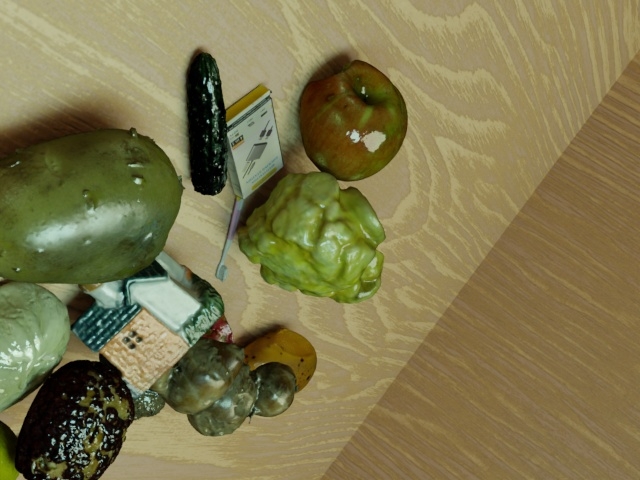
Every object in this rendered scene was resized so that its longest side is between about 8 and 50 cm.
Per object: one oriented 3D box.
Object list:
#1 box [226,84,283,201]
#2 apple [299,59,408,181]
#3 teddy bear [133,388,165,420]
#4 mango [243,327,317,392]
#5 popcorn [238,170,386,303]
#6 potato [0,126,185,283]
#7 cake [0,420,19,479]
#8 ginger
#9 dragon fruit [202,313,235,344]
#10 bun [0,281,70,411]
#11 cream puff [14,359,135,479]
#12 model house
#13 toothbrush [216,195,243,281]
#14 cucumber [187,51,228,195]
[{"bbox_3d":[-0.138,-0.190,1.766,0.129,0.033,0.247,-43,148,-24],"label":"box"},{"bbox_3d":[0.061,-0.252,1.872,0.246,0.246,0.226,-29,164,-40],"label":"apple"},{"bbox_3d":[-0.393,0.328,1.909,0.251,0.129,0.182,-49,156,-7],"label":"teddy bear"},{"bbox_3d":[-0.132,0.343,2.338,0.191,0.160,0.290,-50,152,14],"label":"mango"},{"bbox_3d":[-0.011,0.007,1.898,0.294,0.292,0.334,-33,164,1],"label":"popcorn"},{"bbox_3d":[-0.379,-0.052,1.350,0.359,0.219,0.269,-9,137,-52],"label":"potato"},{"bbox_3d":[-0.663,0.411,1.512,0.260,0.179,0.156,-48,155,-16],"label":"cake"},{"bbox_3d":[-0.232,0.309,1.874,0.256,0.176,0.375,-29,143,19],"label":"ginger"},{"bbox_3d":[-0.273,0.210,1.974,0.111,0.153,0.153,-20,143,-21],"label":"dragon fruit"},{"bbox_3d":[-0.540,0.192,1.475,0.244,0.153,0.243,-36,145,-30],"label":"bun"},{"bbox_3d":[-0.430,0.331,1.533,0.239,0.165,0.239,23,90,-89],"label":"cream puff"},{"bbox_3d":[-0.378,0.112,1.666,0.271,0.190,0.301,-44,129,-5],"label":"model house"},{"bbox_3d":[-0.195,-0.021,1.917,0.020,0.025,0.286,-23,141,-43],"label":"toothbrush"},{"bbox_3d":[-0.209,-0.209,1.597,0.072,0.081,0.303,-10,140,-14],"label":"cucumber"}]
